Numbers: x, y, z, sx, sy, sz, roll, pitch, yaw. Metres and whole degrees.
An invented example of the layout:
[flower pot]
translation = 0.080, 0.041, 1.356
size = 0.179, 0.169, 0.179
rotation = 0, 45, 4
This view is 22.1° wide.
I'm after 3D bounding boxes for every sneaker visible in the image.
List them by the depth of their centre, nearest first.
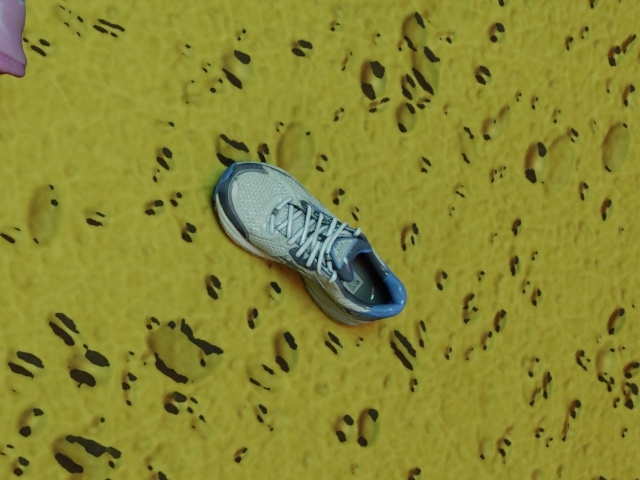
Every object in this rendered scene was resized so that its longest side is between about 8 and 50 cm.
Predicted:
[sneaker]
translation = 0.000, 0.000, 0.922
size = 0.135, 0.058, 0.052
rotation = 38, 74, -27

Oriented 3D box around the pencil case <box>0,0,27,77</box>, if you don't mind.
[pencil case]
translation = -0.179, -0.214, 0.765
size = 0.124, 0.124, 0.284
rotation = 10, 90, -31
